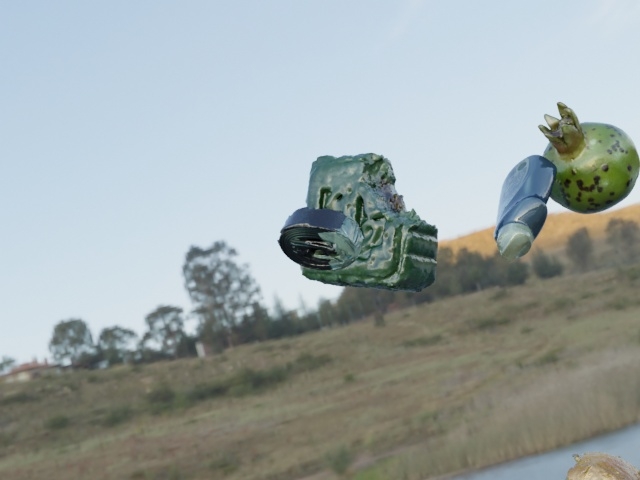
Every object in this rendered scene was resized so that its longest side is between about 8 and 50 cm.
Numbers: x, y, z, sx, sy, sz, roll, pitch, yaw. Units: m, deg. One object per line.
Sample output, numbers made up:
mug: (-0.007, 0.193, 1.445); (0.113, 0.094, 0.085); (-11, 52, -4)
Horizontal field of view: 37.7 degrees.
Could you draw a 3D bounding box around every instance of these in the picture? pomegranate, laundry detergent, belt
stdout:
pomegranate: (0.593, -0.188, 2.183); (0.286, 0.231, 0.231); (29, -31, -17)
laundry detergent: (0.435, -0.061, 2.001); (0.143, 0.094, 0.290); (-47, 12, 38)
belt: (0.000, 0.000, 1.522); (0.140, 0.058, 0.105); (4, -46, 18)

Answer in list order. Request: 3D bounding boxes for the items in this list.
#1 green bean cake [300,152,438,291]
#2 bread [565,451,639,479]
green bean cake: (0.111, -0.044, 2.130); (0.300, 0.307, 0.169); (2, -7, 34)
bread: (0.637, 0.558, 2.012); (0.139, 0.229, 0.143); (-26, 7, 33)
